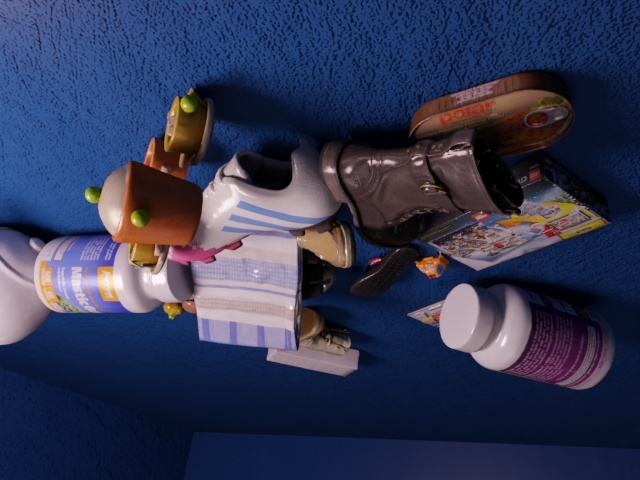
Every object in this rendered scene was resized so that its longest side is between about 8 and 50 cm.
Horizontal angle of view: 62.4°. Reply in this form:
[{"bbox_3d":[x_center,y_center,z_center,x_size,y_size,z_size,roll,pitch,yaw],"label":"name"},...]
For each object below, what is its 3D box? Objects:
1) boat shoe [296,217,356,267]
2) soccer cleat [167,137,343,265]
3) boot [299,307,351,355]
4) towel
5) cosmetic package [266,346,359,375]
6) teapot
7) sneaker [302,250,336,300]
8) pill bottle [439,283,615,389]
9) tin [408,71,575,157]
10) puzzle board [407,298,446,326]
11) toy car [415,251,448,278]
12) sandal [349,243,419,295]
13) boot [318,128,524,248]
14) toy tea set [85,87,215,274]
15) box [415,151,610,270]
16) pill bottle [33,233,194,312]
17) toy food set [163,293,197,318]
[{"bbox_3d":[0.000,0.000,0.797,0.072,0.068,0.190,-1,-170,-13],"label":"boat shoe"},{"bbox_3d":[-0.126,-0.062,0.782,0.332,0.116,0.143,-14,127,25],"label":"soccer cleat"},{"bbox_3d":[0.006,0.229,1.296,0.165,0.077,0.213,19,154,-19],"label":"boot"},{"bbox_3d":[-0.135,0.081,0.963,0.209,0.034,0.284,5,119,5],"label":"towel"},{"bbox_3d":[-0.021,0.321,1.483,0.239,0.060,0.099,15,148,-14],"label":"cosmetic package"},{"bbox_3d":[-0.606,0.065,1.029,0.187,0.256,0.252,-40,113,4],"label":"teapot"},{"bbox_3d":[-0.099,0.072,1.047,0.268,0.101,0.106,-5,177,11],"label":"sneaker"},{"bbox_3d":[0.392,0.178,1.022,0.302,0.169,0.169,16,150,-17],"label":"pill bottle"},{"bbox_3d":[0.197,-0.140,0.630,0.190,0.040,0.106,-10,151,30],"label":"tin"},{"bbox_3d":[0.274,0.168,1.192,0.096,0.011,0.128,22,147,-26],"label":"puzzle board"},{"bbox_3d":[0.191,0.032,0.935,0.060,0.040,0.122,-4,150,19],"label":"toy car"},{"bbox_3d":[0.120,0.052,0.999,0.067,0.040,0.179,17,136,-28],"label":"sandal"},{"bbox_3d":[0.142,-0.050,0.676,0.229,0.091,0.263,7,160,37],"label":"boot"},{"bbox_3d":[-0.250,-0.063,0.709,0.124,0.199,0.336,12,157,-26],"label":"toy tea set"},{"bbox_3d":[0.278,-0.032,0.796,0.159,0.044,0.233,25,147,-29],"label":"box"},{"bbox_3d":[-0.380,0.062,1.003,0.272,0.152,0.152,-2,150,17],"label":"pill bottle"},{"bbox_3d":[-0.312,0.131,1.194,0.128,0.071,0.218,24,147,-28],"label":"toy food set"}]
